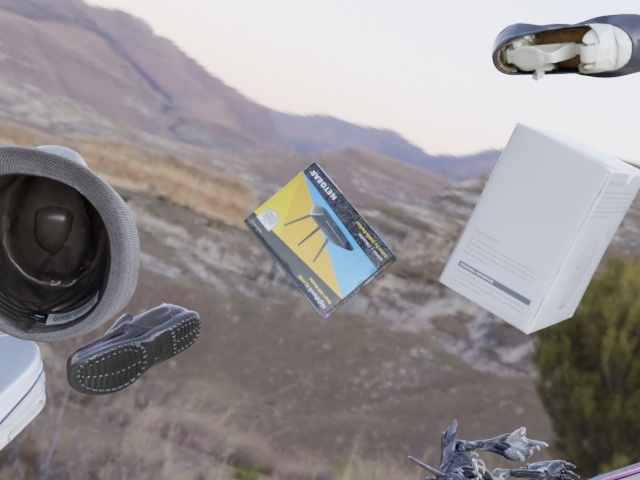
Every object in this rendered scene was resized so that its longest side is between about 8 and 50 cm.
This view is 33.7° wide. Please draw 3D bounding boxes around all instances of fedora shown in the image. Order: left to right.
[{"bbox_3d":[-0.327,-0.015,1.263,0.243,0.275,0.124,4,31,1],"label":"fedora"}]

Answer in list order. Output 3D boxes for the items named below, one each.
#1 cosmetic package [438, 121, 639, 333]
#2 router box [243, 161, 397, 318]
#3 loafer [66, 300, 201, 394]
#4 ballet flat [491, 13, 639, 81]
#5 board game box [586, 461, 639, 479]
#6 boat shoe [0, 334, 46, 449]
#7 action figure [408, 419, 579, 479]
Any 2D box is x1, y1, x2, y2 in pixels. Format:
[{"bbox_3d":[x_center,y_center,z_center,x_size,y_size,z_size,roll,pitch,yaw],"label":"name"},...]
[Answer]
[{"bbox_3d":[0.290,-0.020,1.359,0.138,0.225,0.224,32,15,22],"label":"cosmetic package"},{"bbox_3d":[0.000,0.000,1.476,0.179,0.133,0.046,50,0,14],"label":"router box"},{"bbox_3d":[-0.273,0.150,1.499,0.078,0.080,0.220,29,35,35],"label":"loafer"},{"bbox_3d":[0.279,-0.207,1.156,0.203,0.074,0.074,5,-5,32],"label":"ballet flat"},{"bbox_3d":[0.265,0.199,0.507,0.064,0.242,0.316,-9,-18,-34],"label":"board game box"},{"bbox_3d":[-0.470,0.282,1.295,0.135,0.156,0.367,13,40,24],"label":"boat shoe"},{"bbox_3d":[0.247,0.330,1.415,0.275,0.164,0.141,16,-19,-36],"label":"action figure"}]
